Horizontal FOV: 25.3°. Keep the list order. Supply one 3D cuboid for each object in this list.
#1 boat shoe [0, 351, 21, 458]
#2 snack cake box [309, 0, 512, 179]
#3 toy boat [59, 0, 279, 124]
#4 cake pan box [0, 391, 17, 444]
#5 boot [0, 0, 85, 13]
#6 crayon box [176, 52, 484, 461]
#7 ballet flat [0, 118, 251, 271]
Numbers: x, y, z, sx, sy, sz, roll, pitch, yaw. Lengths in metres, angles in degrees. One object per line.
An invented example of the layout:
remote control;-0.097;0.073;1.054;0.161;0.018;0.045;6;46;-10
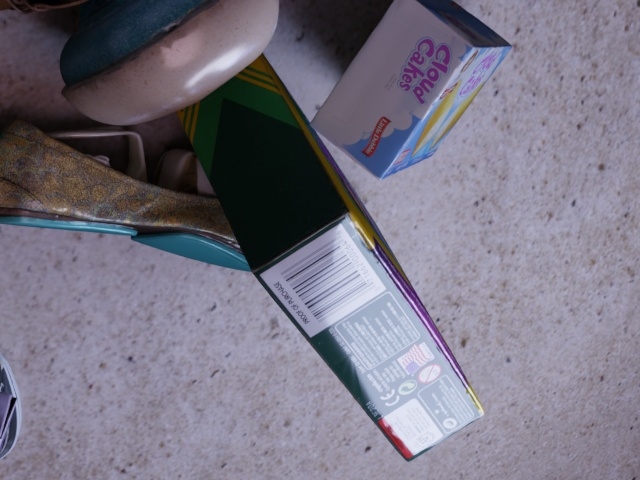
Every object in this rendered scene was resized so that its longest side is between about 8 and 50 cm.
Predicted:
boat shoe;-0.372;0.130;1.400;0.121;0.119;0.335;-28;136;-12
snack cake box;0.096;-0.156;1.404;0.152;0.089;0.264;-53;173;16
toy boat;-0.101;-0.229;1.246;0.318;0.267;0.148;-40;105;-22
cake pan box;-0.438;0.214;1.363;0.246;0.070;0.267;17;127;-12
boot;-0.252;-0.226;1.154;0.305;0.115;0.112;-28;146;16
crayon box;0.000;0.000;1.398;0.106;0.313;0.363;-32;137;3
ballet flat;-0.173;-0.046;1.408;0.348;0.123;0.123;13;117;-43
